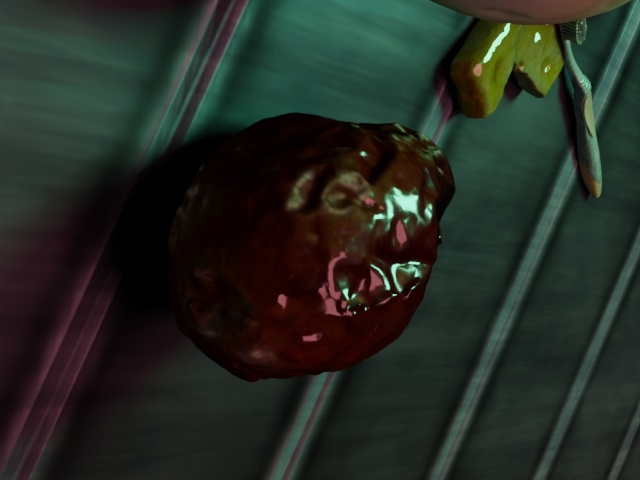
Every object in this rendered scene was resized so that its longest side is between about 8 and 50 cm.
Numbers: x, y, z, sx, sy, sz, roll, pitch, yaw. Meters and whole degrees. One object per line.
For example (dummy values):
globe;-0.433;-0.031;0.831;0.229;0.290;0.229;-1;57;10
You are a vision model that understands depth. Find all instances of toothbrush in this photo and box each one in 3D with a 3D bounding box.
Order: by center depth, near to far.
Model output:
toothbrush;0.309;-0.156;1.586;0.028;0.037;0.375;-54;150;-18

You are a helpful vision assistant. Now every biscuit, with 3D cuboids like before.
biscuit;0.194;-0.182;1.369;0.183;0.039;0.174;-53;149;-25

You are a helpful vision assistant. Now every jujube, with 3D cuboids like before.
jujube;0.000;0.000;1.016;0.290;0.197;0.197;-36;138;-57

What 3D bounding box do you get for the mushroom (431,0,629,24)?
mushroom;0.115;-0.299;0.932;0.356;0.315;0.315;-121;-138;-70
